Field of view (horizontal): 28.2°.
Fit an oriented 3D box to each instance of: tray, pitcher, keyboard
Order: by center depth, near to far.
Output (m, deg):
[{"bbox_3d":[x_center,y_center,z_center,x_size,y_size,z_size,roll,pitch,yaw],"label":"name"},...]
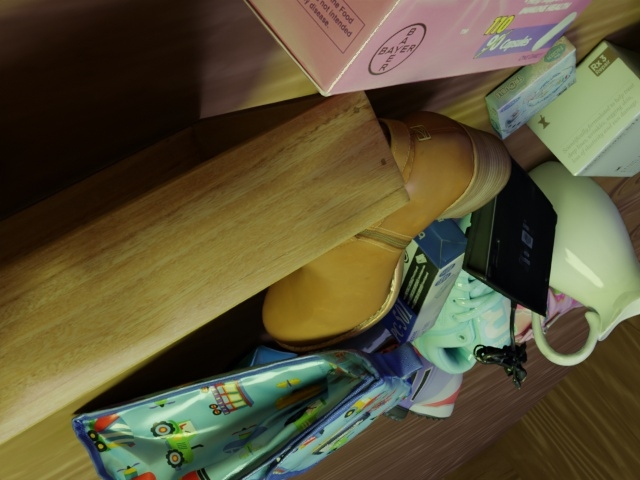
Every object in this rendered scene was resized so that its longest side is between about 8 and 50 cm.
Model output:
[{"bbox_3d":[-0.173,0.047,0.635,0.411,0.076,0.203,-29,-167,-25],"label":"tray"},{"bbox_3d":[0.180,0.036,1.215,0.317,0.033,0.201,26,71,-68],"label":"keyboard"},{"bbox_3d":[0.281,0.025,1.457,0.178,0.207,0.125,-34,163,-13],"label":"pitcher"}]

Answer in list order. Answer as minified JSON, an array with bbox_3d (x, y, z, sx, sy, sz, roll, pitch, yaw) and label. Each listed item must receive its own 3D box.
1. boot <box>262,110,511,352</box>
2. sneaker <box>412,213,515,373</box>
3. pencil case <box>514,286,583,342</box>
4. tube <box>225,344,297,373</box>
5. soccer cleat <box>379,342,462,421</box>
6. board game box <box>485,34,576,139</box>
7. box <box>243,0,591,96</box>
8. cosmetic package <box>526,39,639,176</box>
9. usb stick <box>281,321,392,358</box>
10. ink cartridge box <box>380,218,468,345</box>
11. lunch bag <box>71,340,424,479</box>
[{"bbox_3d":[0.000,0.000,0.998,0.283,0.109,0.220,-35,160,32],"label":"boot"},{"bbox_3d":[0.168,0.039,1.358,0.135,0.150,0.366,-34,163,-16],"label":"sneaker"},{"bbox_3d":[0.324,0.064,1.808,0.284,0.124,0.124,-18,154,-51],"label":"pencil case"},{"bbox_3d":[-0.114,0.186,1.348,0.207,0.052,0.080,-46,158,10],"label":"tube"},{"bbox_3d":[0.112,0.179,1.742,0.318,0.109,0.116,17,95,-61],"label":"soccer cleat"},{"bbox_3d":[0.195,-0.139,1.169,0.090,0.020,0.090,-38,164,1],"label":"board game box"},{"bbox_3d":[0.096,-0.202,0.625,0.213,0.117,0.243,-16,152,-51],"label":"box"},{"bbox_3d":[0.311,-0.131,1.326,0.117,0.085,0.231,-47,163,23],"label":"cosmetic package"},{"bbox_3d":[-0.019,0.143,1.380,0.278,0.077,0.045,-41,137,8],"label":"usb stick"},{"bbox_3d":[0.081,0.023,1.226,0.046,0.097,0.207,-34,163,-18],"label":"ink cartridge box"},{"bbox_3d":[-0.042,0.165,1.183,0.293,0.138,0.221,-27,166,7],"label":"lunch bag"}]
